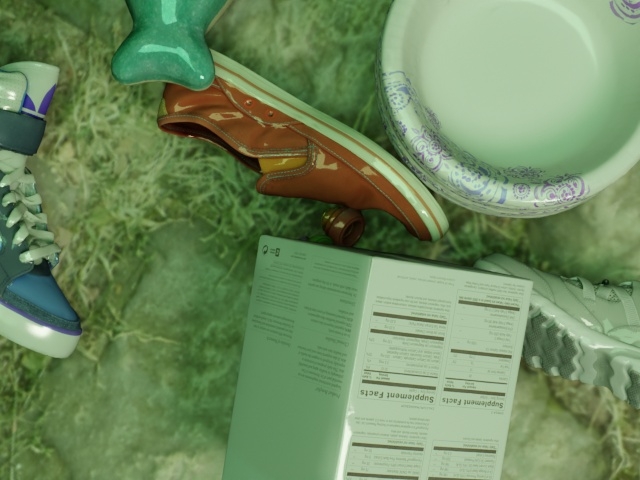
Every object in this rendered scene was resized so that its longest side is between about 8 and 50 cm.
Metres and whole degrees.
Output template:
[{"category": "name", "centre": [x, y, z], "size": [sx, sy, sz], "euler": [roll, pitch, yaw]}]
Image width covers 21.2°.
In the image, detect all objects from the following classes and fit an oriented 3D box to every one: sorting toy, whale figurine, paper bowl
[{"category": "sorting toy", "centre": [0.000, 0.000, 1.766], "size": [0.102, 0.061, 0.042], "euler": [-35, 53, -30]}, {"category": "whale figurine", "centre": [-0.143, -0.285, 1.697], "size": [0.216, 0.141, 0.272], "euler": [6, 67, 5]}, {"category": "paper bowl", "centre": [0.194, -0.163, 1.692], "size": [0.284, 0.148, 0.284], "euler": [0, 83, -2]}]

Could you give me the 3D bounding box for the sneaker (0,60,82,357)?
[{"category": "sneaker", "centre": [-0.317, -0.063, 1.749], "size": [0.323, 0.130, 0.236], "euler": [40, 97, 8]}]

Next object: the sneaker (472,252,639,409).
[{"category": "sneaker", "centre": [0.285, 0.084, 1.744], "size": [0.281, 0.105, 0.115], "euler": [29, 59, 7]}]

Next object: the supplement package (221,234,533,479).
[{"category": "supplement package", "centre": [0.052, 0.143, 1.659], "size": [0.198, 0.199, 0.262], "euler": [8, 92, -33]}]

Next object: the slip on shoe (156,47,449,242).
[{"category": "slip on shoe", "centre": [-0.020, -0.081, 1.732], "size": [0.331, 0.123, 0.101], "euler": [30, 83, 9]}]
